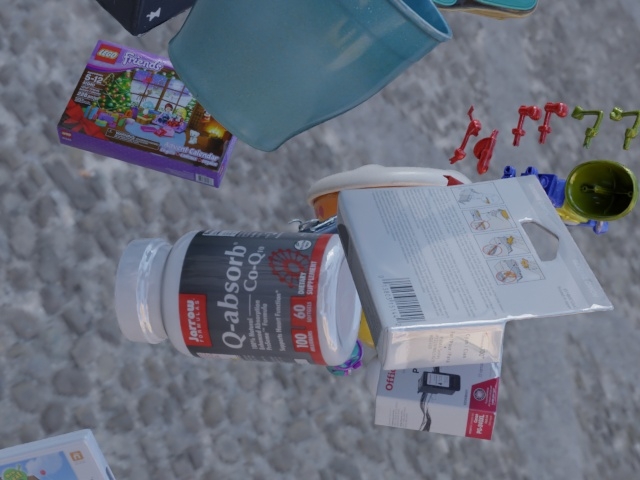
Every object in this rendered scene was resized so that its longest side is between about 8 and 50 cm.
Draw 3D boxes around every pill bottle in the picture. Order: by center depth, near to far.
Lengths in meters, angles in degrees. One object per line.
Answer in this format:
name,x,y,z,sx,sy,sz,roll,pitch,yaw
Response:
pill bottle,-0.129,0.088,2.020,0.210,0.362,0.210,1,90,-75

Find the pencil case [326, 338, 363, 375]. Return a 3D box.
pencil case,0.040,0.200,2.198,0.070,0.064,0.152,55,-7,7

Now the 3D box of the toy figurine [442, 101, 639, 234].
toy figurine,0.406,-0.096,2.032,0.217,0.362,0.191,24,75,-44

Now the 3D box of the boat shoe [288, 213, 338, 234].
boat shoe,0.000,0.000,2.269,0.079,0.254,0.095,55,-19,34

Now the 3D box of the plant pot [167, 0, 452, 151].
plant pot,-0.029,-0.249,1.474,0.271,0.255,0.272,42,18,-16

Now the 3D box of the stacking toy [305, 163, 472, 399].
stacking toy,0.150,0.103,2.554,0.350,0.350,0.480,11,75,-52

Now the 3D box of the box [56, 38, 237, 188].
box,-0.283,-0.223,2.191,0.293,0.057,0.201,16,60,4

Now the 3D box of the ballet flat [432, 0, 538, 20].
ballet flat,0.177,-0.332,1.673,0.232,0.073,0.080,11,81,-22

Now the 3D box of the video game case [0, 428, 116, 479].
video game case,-0.316,0.310,1.391,0.023,0.212,0.193,-85,157,-61

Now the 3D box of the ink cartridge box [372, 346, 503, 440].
ink cartridge box,0.146,0.179,1.574,0.063,0.150,0.109,90,10,-49

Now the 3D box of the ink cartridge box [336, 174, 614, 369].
ink cartridge box,0.172,0.030,1.501,0.296,0.261,0.066,-106,-165,-55

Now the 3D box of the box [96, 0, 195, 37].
box,-0.301,-0.661,1.894,0.297,0.480,0.472,-35,72,-32
